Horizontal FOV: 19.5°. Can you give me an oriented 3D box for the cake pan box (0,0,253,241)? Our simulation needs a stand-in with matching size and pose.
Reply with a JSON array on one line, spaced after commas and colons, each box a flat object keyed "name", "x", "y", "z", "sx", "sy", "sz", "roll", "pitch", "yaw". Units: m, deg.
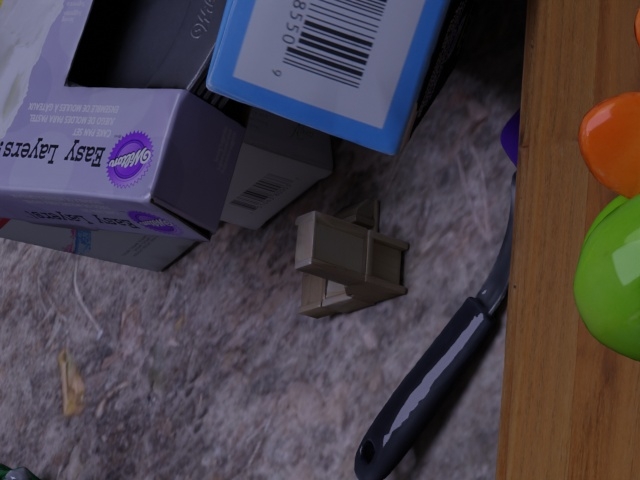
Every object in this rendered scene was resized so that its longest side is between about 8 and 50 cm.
[{"name": "cake pan box", "x": -0.135, "y": -0.130, "z": 1.137, "sx": 0.267, "sy": 0.070, "sz": 0.246, "roll": 7, "pitch": 76, "yaw": 40}]

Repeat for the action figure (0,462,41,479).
[{"name": "action figure", "x": -0.224, "y": 0.241, "z": 1.392, "sx": 0.137, "sy": 0.063, "sz": 0.232, "roll": -65, "pitch": 30, "yaw": 21}]

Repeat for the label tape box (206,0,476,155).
[{"name": "label tape box", "x": 0.058, "y": -0.214, "z": 1.027, "sx": 0.348, "sy": 0.115, "sz": 0.249, "roll": -51, "pitch": -21, "yaw": -70}]

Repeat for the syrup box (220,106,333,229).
[{"name": "syrup box", "x": -0.062, "y": -0.138, "z": 1.261, "sx": 0.093, "sy": 0.096, "sz": 0.237, "roll": -36, "pitch": 49, "yaw": 43}]

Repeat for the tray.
[{"name": "tray", "x": 0.170, "y": -0.025, "z": 0.829, "sx": 0.203, "sy": 0.076, "sz": 0.411, "roll": -5, "pitch": 79, "yaw": 59}]

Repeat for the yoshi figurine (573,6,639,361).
[{"name": "yoshi figurine", "x": 0.262, "y": -0.047, "z": 0.634, "sx": 0.362, "sy": 0.203, "sz": 0.203, "roll": -39, "pitch": 55, "yaw": 18}]

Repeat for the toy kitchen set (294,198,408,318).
[{"name": "toy kitchen set", "x": 0.000, "y": 0.000, "z": 1.126, "sx": 0.083, "sy": 0.075, "sz": 0.068, "roll": -19, "pitch": 60, "yaw": 48}]

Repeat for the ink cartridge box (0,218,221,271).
[{"name": "ink cartridge box", "x": -0.160, "y": -0.071, "z": 1.311, "sx": 0.127, "sy": 0.176, "sz": 0.128, "roll": -38, "pitch": 47, "yaw": 47}]

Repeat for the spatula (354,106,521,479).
[{"name": "spatula", "x": 0.095, "y": 0.016, "z": 1.016, "sx": 0.296, "sy": 0.030, "sz": 0.084, "roll": -62, "pitch": 37, "yaw": 19}]
